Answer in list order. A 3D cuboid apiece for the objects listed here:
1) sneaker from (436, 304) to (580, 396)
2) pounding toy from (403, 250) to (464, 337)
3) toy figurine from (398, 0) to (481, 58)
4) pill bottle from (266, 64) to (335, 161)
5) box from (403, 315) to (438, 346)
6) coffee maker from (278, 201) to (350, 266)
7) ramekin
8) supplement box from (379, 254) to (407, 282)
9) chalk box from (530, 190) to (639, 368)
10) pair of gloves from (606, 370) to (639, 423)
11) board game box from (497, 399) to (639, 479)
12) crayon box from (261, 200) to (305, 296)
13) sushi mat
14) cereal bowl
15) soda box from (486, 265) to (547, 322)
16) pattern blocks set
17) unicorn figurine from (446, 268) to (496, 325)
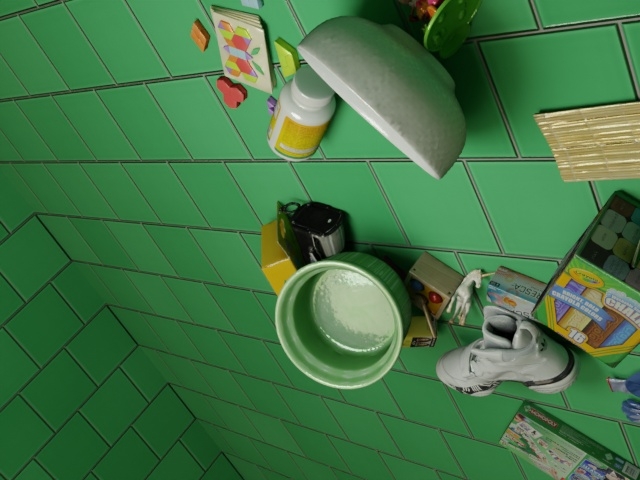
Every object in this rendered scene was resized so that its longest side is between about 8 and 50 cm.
[{"bbox_3d":[0.376,0.244,1.830,0.366,0.137,0.210,-9,137,46],"label":"sneaker"},{"bbox_3d":[0.252,0.127,1.879,0.130,0.100,0.141,34,149,12],"label":"pounding toy"},{"bbox_3d":[0.163,-0.396,1.324,0.159,0.130,0.173,45,177,19],"label":"toy figurine"},{"bbox_3d":[-0.035,-0.263,1.677,0.117,0.117,0.208,37,149,6],"label":"pill bottle"},{"bbox_3d":[0.169,0.227,2.017,0.232,0.058,0.087,0,156,0],"label":"box"},{"bbox_3d":[0.000,0.000,2.005,0.171,0.120,0.178,45,158,44],"label":"coffee maker"},{"bbox_3d":[0.062,0.171,1.864,0.303,0.148,0.303,6,108,20],"label":"ramekin"},{"bbox_3d":[0.124,0.127,2.018,0.081,0.104,0.188,41,150,-1],"label":"supplement box"},{"bbox_3d":[0.522,0.054,1.408,0.179,0.180,0.289,34,150,12],"label":"chalk box"},{"bbox_3d":[0.703,0.343,1.739,0.159,0.023,0.198,0,132,45],"label":"pair of gloves"},{"bbox_3d":[0.623,0.547,2.068,0.317,0.046,0.213,31,149,16],"label":"board game box"},{"bbox_3d":[-0.071,0.081,2.089,0.081,0.202,0.318,-22,121,10],"label":"crayon box"},{"bbox_3d":[0.506,-0.159,1.306,0.316,0.019,0.151,1,130,47],"label":"sushi mat"},{"bbox_3d":[0.127,-0.266,1.399,0.339,0.141,0.339,42,-174,-6],"label":"cereal bowl"},{"bbox_3d":[0.442,0.122,1.700,0.183,0.063,0.058,23,145,27],"label":"soda box"},{"bbox_3d":[-0.165,-0.403,1.729,0.285,0.026,0.325,15,141,36],"label":"pattern blocks set"},{"bbox_3d":[0.324,0.126,1.815,0.060,0.111,0.162,27,163,4],"label":"unicorn figurine"}]
